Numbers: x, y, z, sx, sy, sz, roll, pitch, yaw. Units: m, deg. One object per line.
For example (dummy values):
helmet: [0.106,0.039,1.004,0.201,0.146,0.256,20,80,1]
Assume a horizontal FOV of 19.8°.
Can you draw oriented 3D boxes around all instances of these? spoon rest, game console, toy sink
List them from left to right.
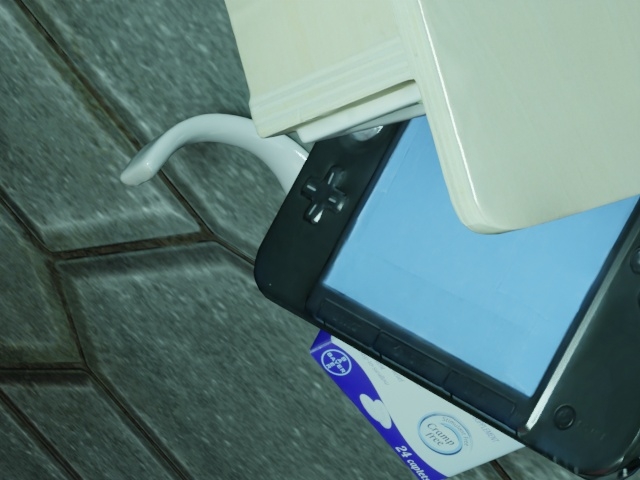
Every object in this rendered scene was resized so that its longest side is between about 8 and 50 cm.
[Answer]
spoon rest: [0.000,0.000,1.259,0.276,0.084,0.137,35,159,-16]
toy sink: [0.050,-0.117,0.761,0.131,0.153,0.234,-17,90,54]
game console: [0.065,-0.061,0.908,0.173,0.250,0.293,30,178,-44]

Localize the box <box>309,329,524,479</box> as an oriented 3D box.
box: [0.088,0.071,1.165,0.137,0.072,0.126,-29,108,36]
